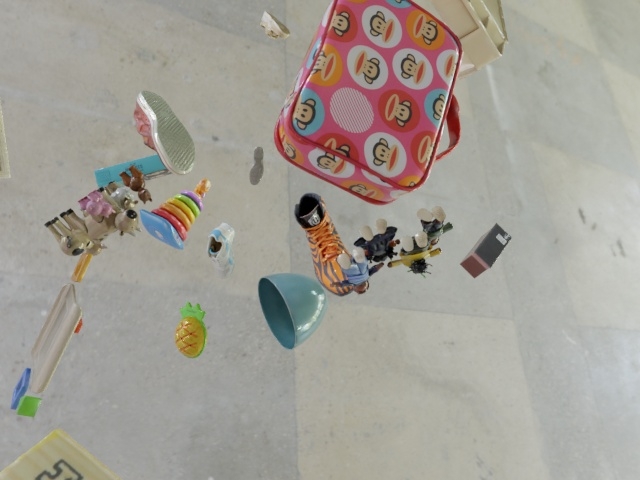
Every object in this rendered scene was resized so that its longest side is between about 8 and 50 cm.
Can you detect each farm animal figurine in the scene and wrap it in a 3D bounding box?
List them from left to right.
[{"bbox_3d":[-0.638,-0.057,1.391,0.330,0.326,0.172,-48,113,-35],"label":"farm animal figurine"}]

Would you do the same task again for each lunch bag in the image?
[{"bbox_3d":[0.093,-0.209,0.692,0.258,0.120,0.294,25,74,-12],"label":"lunch bag"}]

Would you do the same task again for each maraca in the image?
[{"bbox_3d":[-0.432,0.300,1.573,0.099,0.127,0.186,2,92,-67],"label":"maraca"}]

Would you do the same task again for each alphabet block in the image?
[{"bbox_3d":[-0.414,0.461,0.733,0.197,0.193,0.193,23,35,22],"label":"alphabet block"}]

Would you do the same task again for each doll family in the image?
[{"bbox_3d":[0.103,0.021,0.679,0.192,0.111,0.076,-11,67,6],"label":"doll family"}]

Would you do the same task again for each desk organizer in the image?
[{"bbox_3d":[0.349,0.021,0.990,0.047,0.050,0.130,45,49,7],"label":"desk organizer"}]

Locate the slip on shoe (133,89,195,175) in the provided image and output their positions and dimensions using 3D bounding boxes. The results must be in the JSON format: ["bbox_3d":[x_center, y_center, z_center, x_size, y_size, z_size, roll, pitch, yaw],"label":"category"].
[{"bbox_3d":[-0.452,-0.294,1.344,0.122,0.101,0.331,1,45,-48],"label":"slip on shoe"}]

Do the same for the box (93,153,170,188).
[{"bbox_3d":[-0.654,-0.241,1.660,0.244,0.100,0.060,-16,89,-6],"label":"box"}]

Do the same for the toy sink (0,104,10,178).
[{"bbox_3d":[-0.735,-0.248,0.954,0.152,0.131,0.235,-7,112,-35],"label":"toy sink"}]

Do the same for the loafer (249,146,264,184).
[{"bbox_3d":[-0.204,-0.243,1.533,0.045,0.039,0.126,9,98,-5],"label":"loafer"}]

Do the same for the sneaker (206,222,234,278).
[{"bbox_3d":[-0.367,0.049,1.697,0.087,0.229,0.092,21,36,20],"label":"sneaker"}]

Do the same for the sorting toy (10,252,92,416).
[{"bbox_3d":[-0.533,0.194,0.967,0.047,0.196,0.348,27,85,-34],"label":"sorting toy"}]

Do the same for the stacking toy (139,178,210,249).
[{"bbox_3d":[-0.515,-0.127,1.794,0.165,0.175,0.302,22,58,24],"label":"stacking toy"}]

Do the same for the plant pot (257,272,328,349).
[{"bbox_3d":[-0.087,0.243,1.790,0.195,0.290,0.291,-20,81,-27],"label":"plant pot"}]

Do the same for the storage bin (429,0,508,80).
[{"bbox_3d":[0.213,-0.467,0.842,0.262,0.123,0.261,34,49,-37],"label":"storage bin"}]

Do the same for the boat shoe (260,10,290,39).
[{"bbox_3d":[-0.153,-0.695,1.551,0.062,0.059,0.170,15,31,-40],"label":"boat shoe"}]

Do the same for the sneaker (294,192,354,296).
[{"bbox_3d":[0.000,0.000,1.314,0.124,0.180,0.321,-28,56,2],"label":"sneaker"}]
